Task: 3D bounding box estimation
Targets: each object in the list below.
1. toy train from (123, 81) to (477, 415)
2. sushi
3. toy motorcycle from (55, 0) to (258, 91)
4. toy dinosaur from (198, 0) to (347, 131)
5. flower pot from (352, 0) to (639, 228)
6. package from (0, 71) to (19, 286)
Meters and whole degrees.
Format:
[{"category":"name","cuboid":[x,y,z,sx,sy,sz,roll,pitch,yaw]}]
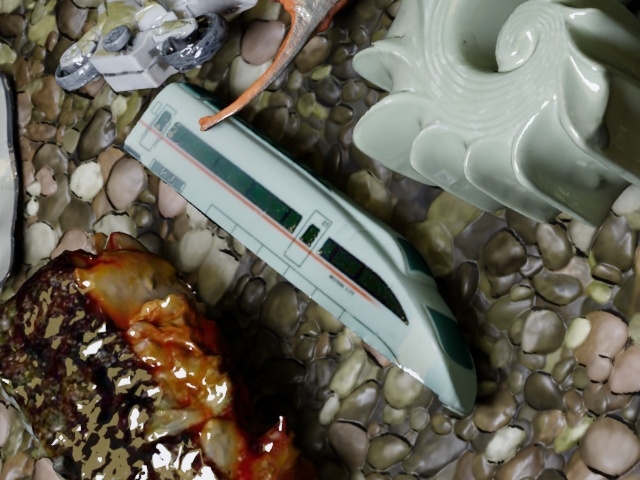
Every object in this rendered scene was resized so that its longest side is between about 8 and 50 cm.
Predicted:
[{"category":"toy train","cuboid":[0.000,0.000,1.632,0.407,0.086,0.088,38,93,36]},{"category":"sushi","cuboid":[-0.138,0.137,1.640,0.182,0.196,0.343,-36,63,0]},{"category":"toy motorcycle","cuboid":[-0.142,-0.193,1.772,0.229,0.074,0.151,-7,41,49]},{"category":"toy dinosaur","cuboid":[-0.012,-0.202,1.688,0.279,0.055,0.101,-51,24,3]},{"category":"flower pot","cuboid":[0.182,-0.200,1.501,0.254,0.164,0.367,13,82,48]},{"category":"package","cuboid":[-0.351,-0.037,1.917,0.166,0.040,0.232,-23,57,28]}]
